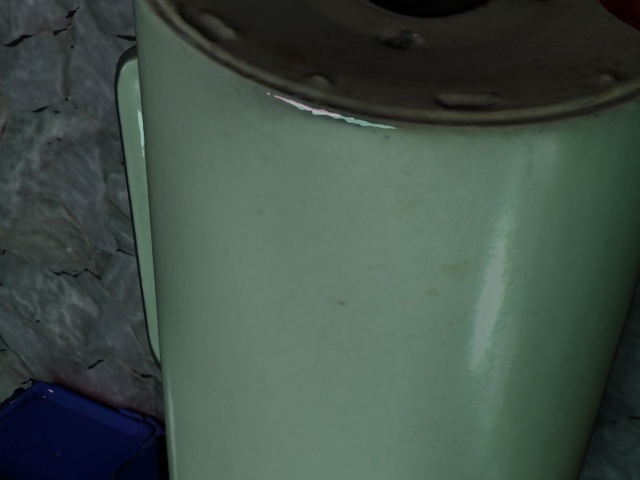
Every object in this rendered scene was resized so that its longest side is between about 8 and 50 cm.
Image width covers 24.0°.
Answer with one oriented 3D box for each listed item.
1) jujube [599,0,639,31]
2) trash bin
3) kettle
[{"bbox_3d":[0.186,-0.134,0.538,0.255,0.190,0.190,46,133,1],"label":"jujube"},{"bbox_3d":[-0.186,0.239,1.098,0.184,0.162,0.234,19,122,21],"label":"trash bin"},{"bbox_3d":[0.000,0.000,0.784,0.361,0.250,0.377,37,139,36],"label":"kettle"}]
